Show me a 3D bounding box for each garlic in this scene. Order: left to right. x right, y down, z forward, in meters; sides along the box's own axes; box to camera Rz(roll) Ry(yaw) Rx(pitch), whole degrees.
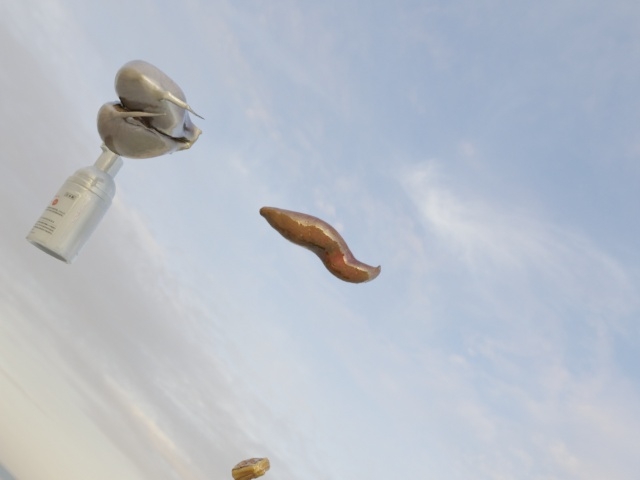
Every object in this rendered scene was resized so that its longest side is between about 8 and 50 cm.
[{"bbox_3d":[-0.447,-0.308,1.443,0.246,0.231,0.340,47,-8,-12],"label":"garlic"}]

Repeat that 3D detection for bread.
[{"bbox_3d":[-0.191,0.629,1.575,0.110,0.083,0.044,-21,-95,19],"label":"bread"}]

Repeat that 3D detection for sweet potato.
[{"bbox_3d":[-0.001,0.002,0.847,0.202,0.055,0.058,35,-28,1],"label":"sweet potato"}]

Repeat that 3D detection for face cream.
[{"bbox_3d":[-0.681,-0.122,1.661,0.145,0.370,0.145,24,-20,9],"label":"face cream"}]
